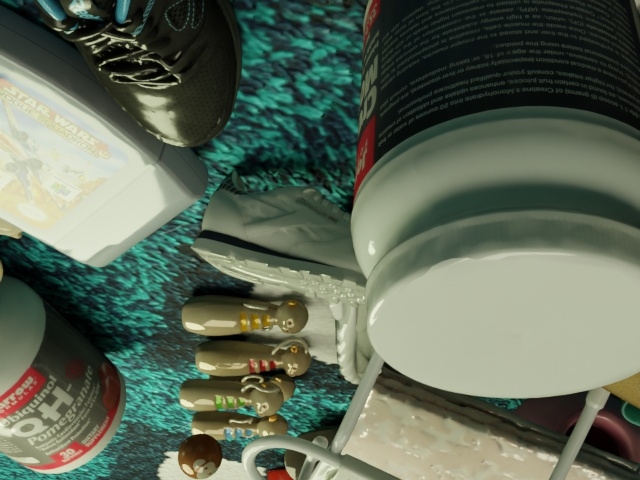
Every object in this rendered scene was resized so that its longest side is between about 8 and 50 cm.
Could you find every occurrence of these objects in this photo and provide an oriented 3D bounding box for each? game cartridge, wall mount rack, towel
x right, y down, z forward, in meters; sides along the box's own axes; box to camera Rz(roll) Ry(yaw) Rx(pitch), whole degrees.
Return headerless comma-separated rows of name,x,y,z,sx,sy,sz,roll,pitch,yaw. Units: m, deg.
game cartridge,-0.257,-0.092,0.674,0.297,0.062,0.198,34,138,-30
wall mount rack,0.113,0.215,0.771,0.350,0.130,0.304,25,131,0
towel,0.170,0.298,0.939,0.332,0.053,0.317,21,135,3

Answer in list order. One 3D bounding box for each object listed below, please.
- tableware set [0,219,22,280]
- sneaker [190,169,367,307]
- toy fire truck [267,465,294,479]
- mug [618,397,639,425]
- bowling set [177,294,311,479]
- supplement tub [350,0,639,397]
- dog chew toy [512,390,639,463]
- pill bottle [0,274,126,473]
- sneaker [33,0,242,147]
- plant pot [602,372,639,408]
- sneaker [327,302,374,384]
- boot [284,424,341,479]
tableware set,-0.368,-0.014,0.771,0.141,0.020,0.169,25,102,-22
sneaker,0.000,0.000,0.702,0.235,0.095,0.090,16,161,14
toy fire truck,0.058,0.482,1.418,0.302,0.169,0.254,-16,164,28
mug,0.412,0.149,0.915,0.129,0.097,0.158,-15,140,27
bowling set,-0.091,0.211,0.993,0.154,0.200,0.287,1,149,3
supplement tub,0.118,-0.059,0.497,0.191,0.272,0.191,4,145,3
dog chew toy,0.342,0.335,1.120,0.206,0.207,0.332,5,154,0
pill bottle,-0.386,0.152,0.950,0.176,0.176,0.318,-6,144,15
sneaker,-0.138,-0.160,0.500,0.125,0.140,0.341,-5,146,9
plant pot,0.236,0.012,0.659,0.254,0.237,0.237,20,146,6
sneaker,0.071,0.078,0.851,0.115,0.105,0.281,-5,147,5
boot,0.101,0.325,1.240,0.305,0.112,0.115,-4,175,6
